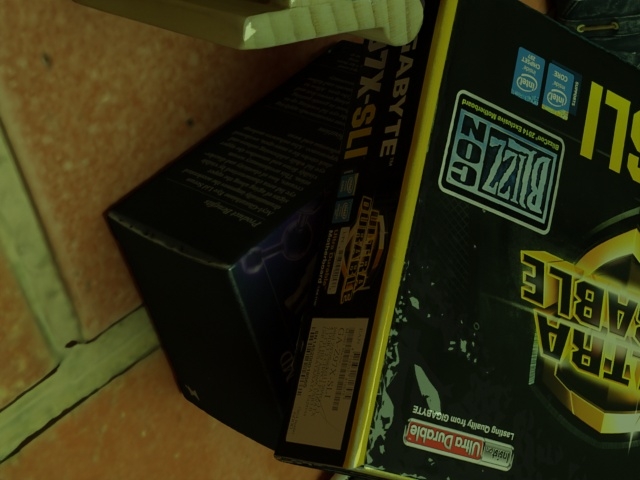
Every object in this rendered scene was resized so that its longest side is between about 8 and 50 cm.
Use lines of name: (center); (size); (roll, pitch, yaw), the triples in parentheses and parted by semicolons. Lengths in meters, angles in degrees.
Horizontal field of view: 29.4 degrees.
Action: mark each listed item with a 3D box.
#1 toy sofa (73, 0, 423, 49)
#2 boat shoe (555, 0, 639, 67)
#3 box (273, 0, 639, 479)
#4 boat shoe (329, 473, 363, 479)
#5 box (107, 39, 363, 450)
toy sofa: (-0.014, -0.280, 0.568); (0.177, 0.150, 0.362); (-17, 118, -41)
boat shoe: (0.268, -0.178, 0.917); (0.065, 0.183, 0.083); (-82, 166, -51)
box: (0.145, 0.030, 0.693); (0.322, 0.079, 0.257); (20, 74, -33)
boat shoe: (0.044, 0.313, 0.919); (0.116, 0.099, 0.319); (-7, 110, -42)
box: (0.000, 0.000, 0.734); (0.207, 0.108, 0.153); (-42, 133, -28)
